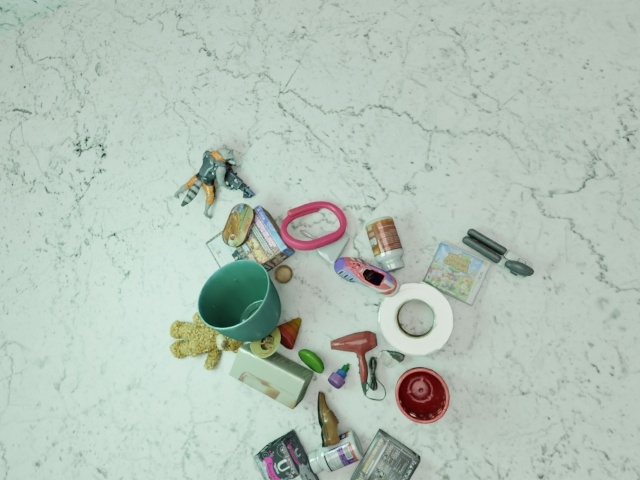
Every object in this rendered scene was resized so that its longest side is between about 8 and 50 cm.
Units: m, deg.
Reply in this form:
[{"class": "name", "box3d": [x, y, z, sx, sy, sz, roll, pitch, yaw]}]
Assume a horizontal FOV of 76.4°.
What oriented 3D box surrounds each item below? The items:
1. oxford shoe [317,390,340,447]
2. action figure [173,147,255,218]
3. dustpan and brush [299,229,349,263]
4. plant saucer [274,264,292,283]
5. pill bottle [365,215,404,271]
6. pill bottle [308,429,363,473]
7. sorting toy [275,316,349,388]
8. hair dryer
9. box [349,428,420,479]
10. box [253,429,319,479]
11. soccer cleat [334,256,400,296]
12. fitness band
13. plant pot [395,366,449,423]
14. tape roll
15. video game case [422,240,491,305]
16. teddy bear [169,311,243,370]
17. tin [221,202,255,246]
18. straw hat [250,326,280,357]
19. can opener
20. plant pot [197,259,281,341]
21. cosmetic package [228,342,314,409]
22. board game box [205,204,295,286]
[{"class": "oxford shoe", "box3d": [0.029, 0.693, 1.592, 0.076, 0.076, 0.212, -5, 47, -11]}, {"class": "action figure", "box3d": [-0.476, -0.266, 1.842, 0.341, 0.178, 0.330, 34, 97, 17]}, {"class": "dustpan and brush", "box3d": [0.000, 0.000, 1.763, 0.211, 0.060, 0.147, 30, 74, 8]}, {"class": "plant saucer", "box3d": [-0.160, 0.148, 1.780, 0.083, 0.015, 0.083, -2, 79, 10]}, {"class": "pill bottle", "box3d": [0.268, 0.019, 1.667, 0.121, 0.121, 0.216, -18, 76, 7]}, {"class": "pill bottle", "box3d": [0.057, 0.819, 1.565, 0.193, 0.108, 0.108, -25, 76, 6]}, {"class": "sorting toy", "box3d": [-0.027, 0.442, 1.673, 0.365, 0.127, 0.126, 37, 58, 12]}, {"class": "hair dryer", "box3d": [0.167, 0.468, 1.610, 0.293, 0.080, 0.223, 30, 74, 17]}, {"class": "box", "box3d": [0.243, 0.873, 1.546, 0.183, 0.056, 0.231, 29, 86, 15]}, {"class": "box", "box3d": [-0.120, 0.889, 1.557, 0.142, 0.163, 0.247, -33, 76, 5]}, {"class": "soccer cleat", "box3d": [0.165, 0.125, 1.621, 0.318, 0.116, 0.108, 24, 79, 41]}, {"class": "fitness band", "box3d": [-0.029, -0.063, 1.721, 0.291, 0.054, 0.209, -21, 61, -22]}, {"class": "plant pot", "box3d": [0.375, 0.564, 1.517, 0.191, 0.174, 0.191, -2, 80, 11]}, {"class": "tape roll", "box3d": [0.373, 0.303, 1.594, 0.286, 0.100, 0.286, -2, 82, 15]}, {"class": "video game case", "box3d": [0.549, 0.130, 1.643, 0.212, 0.023, 0.193, 25, 85, 14]}, {"class": "teddy bear", "box3d": [-0.503, 0.426, 1.747, 0.338, 0.113, 0.245, 13, 84, 13]}, {"class": "tin", "box3d": [-0.339, -0.062, 1.697, 0.106, 0.040, 0.189, 19, 83, 18]}, {"class": "straw hat", "box3d": [-0.207, 0.414, 1.627, 0.144, 0.061, 0.144, -16, 46, 17]}, {"class": "can opener", "box3d": [0.698, 0.047, 1.592, 0.283, 0.095, 0.076, 34, 87, 15]}, {"class": "plant pot", "box3d": [-0.286, 0.260, 1.586, 0.293, 0.235, 0.293, -12, 50, 15]}, {"class": "cosmetic package", "box3d": [-0.195, 0.537, 1.641, 0.296, 0.153, 0.129, 23, 92, 16]}, {"class": "board game box", "box3d": [-0.302, 0.032, 1.764, 0.291, 0.141, 0.232, -34, 75, 3]}]
